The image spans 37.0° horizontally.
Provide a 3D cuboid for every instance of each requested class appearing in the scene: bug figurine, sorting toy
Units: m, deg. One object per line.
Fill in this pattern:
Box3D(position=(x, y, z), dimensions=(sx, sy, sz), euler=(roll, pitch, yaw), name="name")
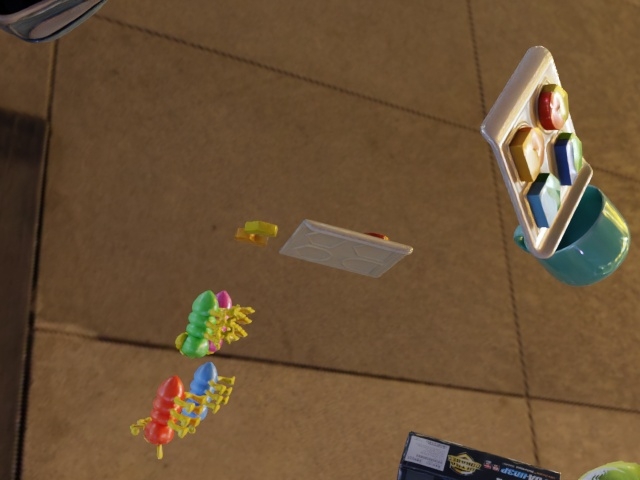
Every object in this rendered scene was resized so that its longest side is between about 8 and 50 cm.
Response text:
Box3D(position=(-0.165, 0.171, 1.282), dimensions=(0.072, 0.279, 0.216), euler=(19, 89, 6), name="bug figurine")
Box3D(position=(0.284, -0.112, 1.207), dimensions=(0.193, 0.038, 0.208), euler=(-55, 127, -35), name="sorting toy")
Box3D(position=(0.000, 0.000, 1.833), dimensions=(0.307, 0.229, 0.041), euler=(15, 73, -12), name="sorting toy")

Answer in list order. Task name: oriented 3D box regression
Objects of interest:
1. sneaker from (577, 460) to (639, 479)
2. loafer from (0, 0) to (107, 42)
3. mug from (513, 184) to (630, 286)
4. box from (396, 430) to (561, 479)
Box3D(position=(0.342, 0.232, 0.840), dimensions=(0.240, 0.126, 0.091), euler=(2, 71, 11), name="sneaker")
Box3D(position=(-0.192, -0.275, 0.864), dimensions=(0.096, 0.267, 0.084), euler=(50, 10, -3), name="loafer")
Box3D(position=(0.363, -0.004, 1.352), dimensions=(0.097, 0.129, 0.157), euler=(43, 6, -24), name="mug")
Box3D(position=(0.173, 0.322, 1.132), dimensions=(0.175, 0.220, 0.051), euler=(15, 49, 10), name="box")
